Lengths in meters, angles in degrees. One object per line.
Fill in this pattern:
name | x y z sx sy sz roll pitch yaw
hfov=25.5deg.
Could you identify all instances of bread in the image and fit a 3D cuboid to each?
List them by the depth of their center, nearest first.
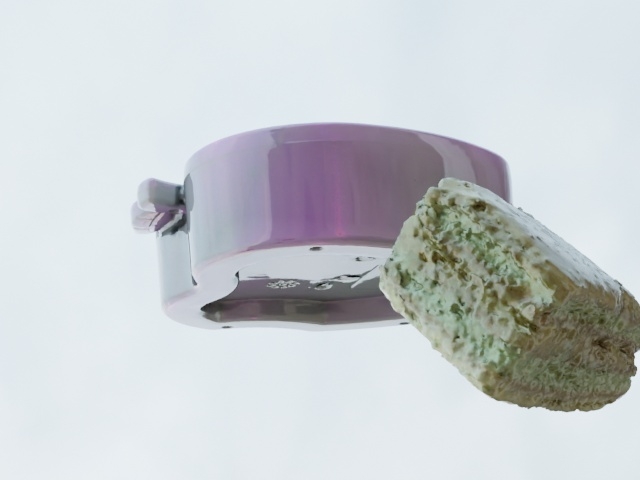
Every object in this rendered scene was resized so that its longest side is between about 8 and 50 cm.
bread | 0.141 0.042 0.977 0.196 0.138 0.102 20 -69 -52

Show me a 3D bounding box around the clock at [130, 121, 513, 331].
clock | 0.000 0.000 1.222 0.338 0.338 0.102 12 -112 -44
